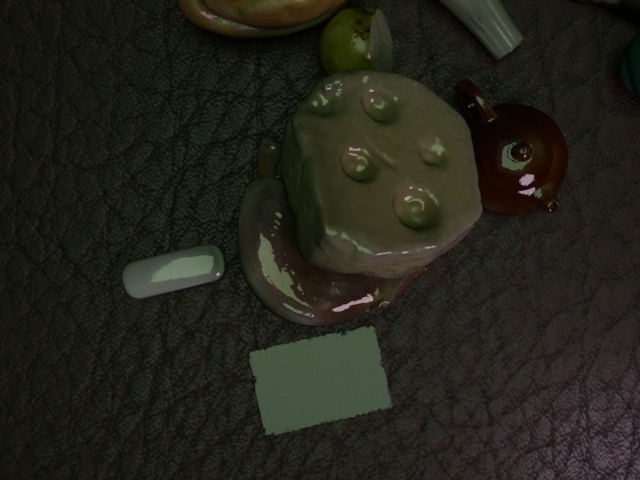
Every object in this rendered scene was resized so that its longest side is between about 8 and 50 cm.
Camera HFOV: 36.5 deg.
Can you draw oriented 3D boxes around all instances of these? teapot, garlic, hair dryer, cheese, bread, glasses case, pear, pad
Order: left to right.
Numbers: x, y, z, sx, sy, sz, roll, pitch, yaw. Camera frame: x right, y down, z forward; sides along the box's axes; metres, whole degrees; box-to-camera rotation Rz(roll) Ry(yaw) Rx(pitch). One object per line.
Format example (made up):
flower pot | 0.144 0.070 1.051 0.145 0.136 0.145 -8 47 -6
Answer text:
glasses case | -0.232 0.049 1.541 0.164 0.041 0.063 -14 89 -2
bread | -0.076 -0.454 1.494 0.315 0.211 0.270 -11 96 6
pad | -0.001 0.224 1.554 0.211 0.003 0.143 -12 87 -1
garlic | 0.001 -0.001 1.492 0.325 0.132 0.279 37 65 2
pear | 0.051 -0.297 1.523 0.104 0.141 0.141 0 87 20
cheese | 0.080 -0.094 1.415 0.318 0.115 0.326 43 58 -1
hair dryer | 0.271 -0.430 1.506 0.298 0.119 0.296 -11 111 30
teapot | 0.291 -0.148 1.511 0.178 0.135 0.252 -34 89 -6

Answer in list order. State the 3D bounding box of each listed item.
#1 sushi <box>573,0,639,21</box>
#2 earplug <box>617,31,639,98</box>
sushi | 0.442 -0.447 1.546 0.272 0.134 0.109 19 73 15
earplug | 0.615 -0.266 1.531 0.280 0.257 0.164 -6 57 17
